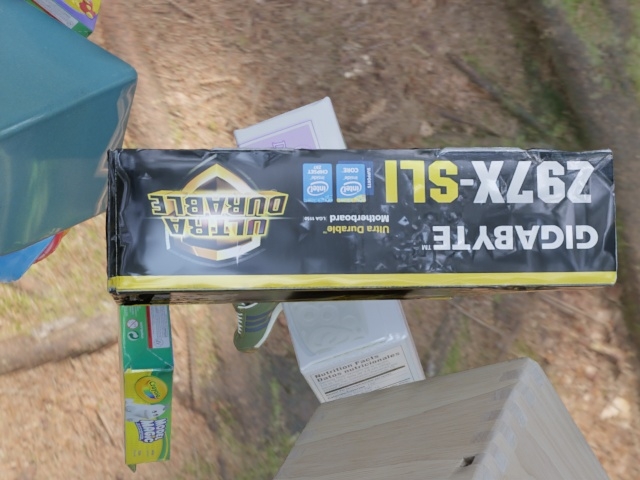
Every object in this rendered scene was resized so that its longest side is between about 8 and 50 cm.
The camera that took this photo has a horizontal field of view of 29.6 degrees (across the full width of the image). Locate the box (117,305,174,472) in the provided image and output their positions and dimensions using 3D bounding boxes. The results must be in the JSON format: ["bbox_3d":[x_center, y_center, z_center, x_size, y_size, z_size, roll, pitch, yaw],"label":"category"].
[{"bbox_3d":[-0.142,0.106,0.976,0.043,0.105,0.179,-2,145,-12],"label":"box"}]

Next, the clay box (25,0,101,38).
[{"bbox_3d":[-0.351,-0.363,1.613,0.053,0.222,0.127,-35,124,29],"label":"clay box"}]

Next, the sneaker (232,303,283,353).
[{"bbox_3d":[-0.103,0.095,1.814,0.086,0.064,0.192,13,133,-30],"label":"sneaker"}]

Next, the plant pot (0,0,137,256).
[{"bbox_3d":[-0.310,-0.085,1.056,0.234,0.166,0.165,-37,153,-49],"label":"plant pot"}]

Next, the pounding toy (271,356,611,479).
[{"bbox_3d":[0.064,0.137,0.474,0.141,0.130,0.100,57,41,-18],"label":"pounding toy"}]

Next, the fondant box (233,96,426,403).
[{"bbox_3d":[0.026,0.056,1.135,0.096,0.330,0.238,-18,63,2],"label":"fondant box"}]

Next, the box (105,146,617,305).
[{"bbox_3d":[0.000,0.000,0.746,0.257,0.322,0.079,1,86,-9],"label":"box"}]

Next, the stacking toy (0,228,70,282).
[{"bbox_3d":[-0.366,-0.084,1.658,0.166,0.302,0.175,46,122,0],"label":"stacking toy"}]
